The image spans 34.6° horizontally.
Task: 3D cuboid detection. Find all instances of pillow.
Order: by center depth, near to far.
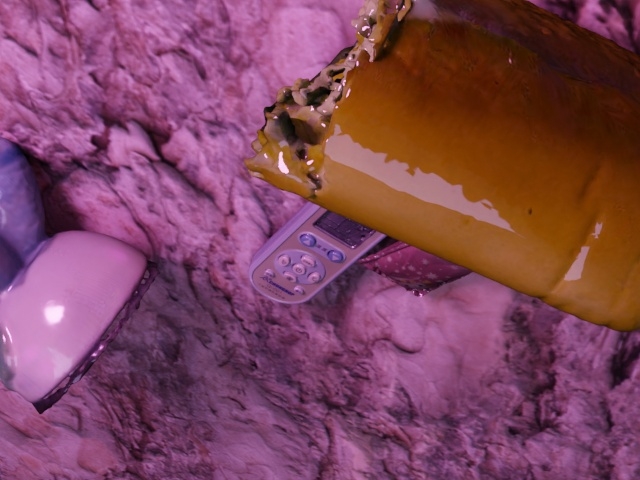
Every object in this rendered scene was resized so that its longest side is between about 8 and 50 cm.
[{"bbox_3d":[0.140,0.010,1.114,0.185,0.043,0.118,-22,145,38],"label":"pillow"}]

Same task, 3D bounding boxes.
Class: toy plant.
[{"bbox_3d":[-0.386,0.017,1.186,0.332,0.247,0.247,40,135,-16],"label":"toy plant"}]

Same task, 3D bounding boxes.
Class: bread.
[{"bbox_3d":[0.152,-0.088,0.856,0.376,0.251,0.208,25,123,-7],"label":"bread"}]

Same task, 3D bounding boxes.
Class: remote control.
[{"bbox_3d":[0.000,0.000,1.151,0.087,0.047,0.244,33,138,-15],"label":"remote control"}]
